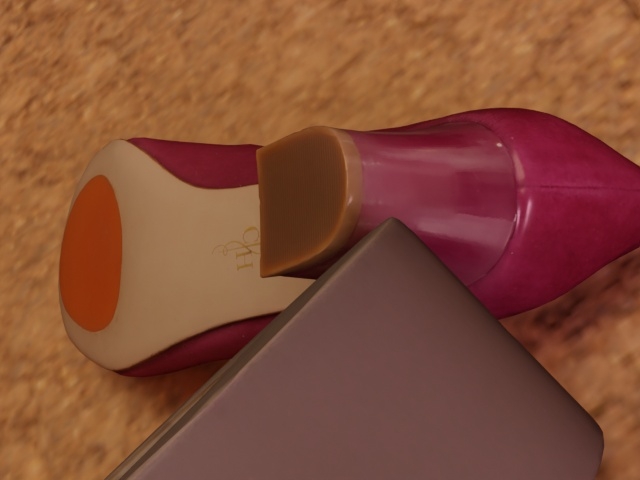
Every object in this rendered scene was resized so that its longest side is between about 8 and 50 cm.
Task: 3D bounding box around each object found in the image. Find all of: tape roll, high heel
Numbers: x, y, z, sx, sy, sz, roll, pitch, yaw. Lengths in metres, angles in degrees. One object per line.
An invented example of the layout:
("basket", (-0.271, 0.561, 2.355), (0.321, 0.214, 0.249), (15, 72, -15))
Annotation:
("tape roll", (-0.038, 0.093, 0.442), (0.219, 0.072, 0.219), (-43, -1, -1))
("high heel", (0.000, 0.000, 0.616), (0.244, 0.117, 0.082), (-23, 66, 58))
